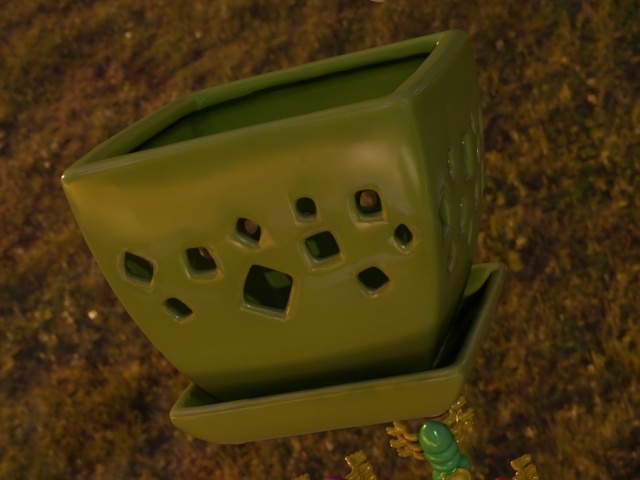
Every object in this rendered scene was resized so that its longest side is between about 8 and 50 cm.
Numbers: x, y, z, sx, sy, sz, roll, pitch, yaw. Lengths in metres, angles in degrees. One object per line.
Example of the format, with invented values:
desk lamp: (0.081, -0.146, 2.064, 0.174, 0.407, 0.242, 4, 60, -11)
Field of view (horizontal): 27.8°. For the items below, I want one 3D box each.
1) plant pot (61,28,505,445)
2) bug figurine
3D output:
plant pot: (0.000, 0.000, 0.849, 0.228, 0.207, 0.227, -12, 15, 19)
bug figurine: (0.097, 0.290, 1.357, 0.279, 0.216, 0.072, -27, 30, 3)
